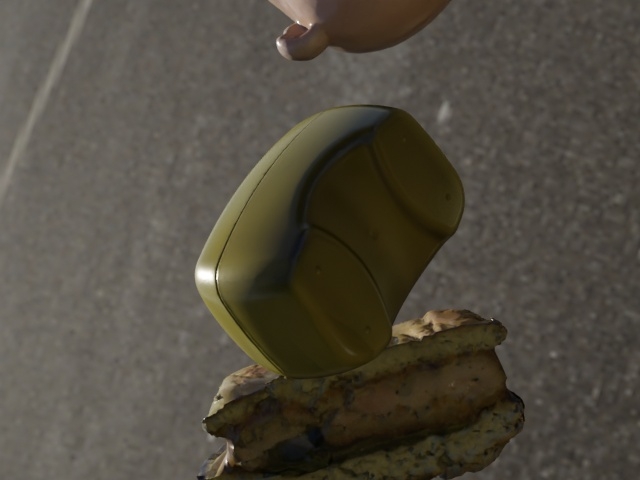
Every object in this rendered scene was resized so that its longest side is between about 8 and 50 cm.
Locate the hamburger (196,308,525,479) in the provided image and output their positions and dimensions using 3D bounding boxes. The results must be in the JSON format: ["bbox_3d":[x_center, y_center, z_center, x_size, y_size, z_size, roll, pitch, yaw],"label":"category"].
[{"bbox_3d":[0.025,0.140,1.309,0.131,0.262,0.124,-122,17,-79],"label":"hamburger"}]

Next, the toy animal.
[{"bbox_3d":[0.049,-0.276,1.528,0.210,0.221,0.229,-44,60,24],"label":"toy animal"}]

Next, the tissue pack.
[{"bbox_3d":[0.000,0.000,1.077,0.127,0.123,0.178,-5,43,45],"label":"tissue pack"}]
